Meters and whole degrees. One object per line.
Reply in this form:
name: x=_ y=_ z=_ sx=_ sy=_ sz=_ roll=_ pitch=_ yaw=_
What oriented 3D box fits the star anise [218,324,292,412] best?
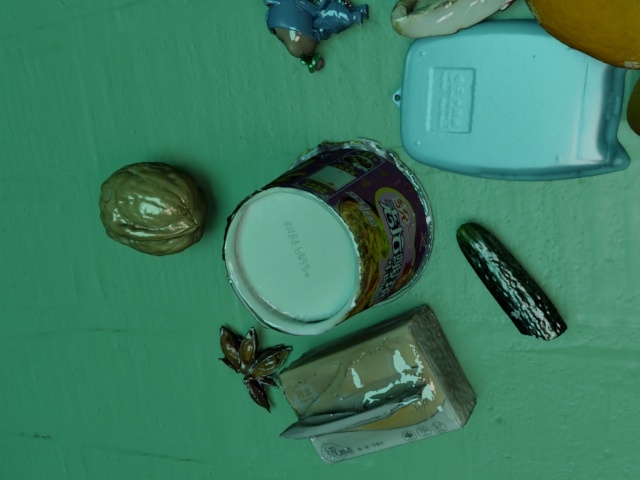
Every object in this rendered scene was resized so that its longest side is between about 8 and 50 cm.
star anise: x=-0.138 y=0.255 z=1.361 sx=0.212 sy=0.053 sz=0.157 roll=48 pitch=118 yaw=8

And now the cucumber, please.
cucumber: x=0.317 y=0.066 z=1.084 sx=0.074 sy=0.074 sz=0.241 roll=-41 pitch=82 yaw=28

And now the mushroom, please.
mushroom: x=0.210 y=-0.378 z=1.002 sx=0.210 sy=0.094 sz=0.072 roll=-22 pitch=138 yaw=10

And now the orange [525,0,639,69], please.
orange: x=0.432 y=-0.411 z=0.755 sx=0.424 sy=0.326 sz=0.423 roll=6 pitch=105 yaw=25

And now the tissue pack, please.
tissue pack: x=0.088 y=0.286 z=1.166 sx=0.306 sy=0.238 sz=0.238 roll=-26 pitch=92 yaw=29

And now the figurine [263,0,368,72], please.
figurine: x=-0.009 y=-0.366 z=1.109 sx=0.178 sy=0.114 sz=0.144 roll=1 pitch=106 yaw=17

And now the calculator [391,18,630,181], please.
calculator: x=0.298 y=-0.223 z=1.026 sx=0.387 sy=0.054 sz=0.256 roll=8 pitch=107 yaw=25

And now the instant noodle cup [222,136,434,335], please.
instant noodle cup: x=0.000 y=0.000 z=1.108 sx=0.340 sy=0.266 sz=0.339 roll=7 pitch=106 yaw=25

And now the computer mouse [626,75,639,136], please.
computer mouse: x=0.564 y=-0.176 z=0.893 sx=0.245 sy=0.056 sz=0.125 roll=21 pitch=110 yaw=12

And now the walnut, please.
walnut: x=-0.340 y=-0.065 z=1.297 sx=0.245 sy=0.198 sz=0.198 roll=17 pitch=110 yaw=25
